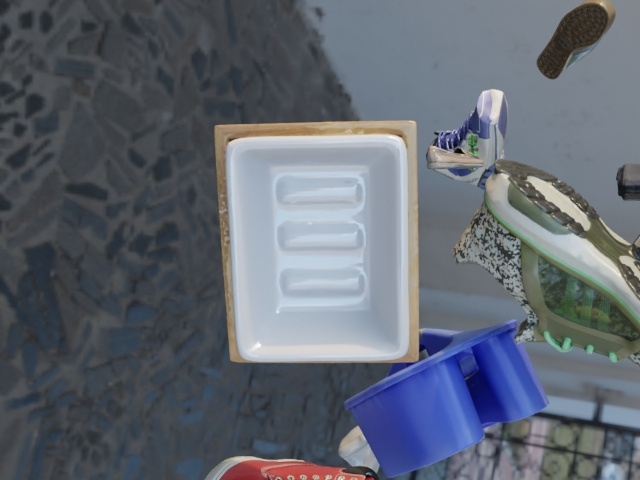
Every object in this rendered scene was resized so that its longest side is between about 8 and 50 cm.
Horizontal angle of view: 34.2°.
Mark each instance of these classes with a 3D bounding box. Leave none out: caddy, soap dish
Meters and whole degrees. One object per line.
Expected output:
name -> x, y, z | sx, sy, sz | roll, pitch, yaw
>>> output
caddy -> 0.173, 0.216, 1.524 | 0.179, 0.241, 0.341 | 65, -23, 11
soap dish -> 0.000, 0.000, 1.225 | 0.118, 0.228, 0.291 | -78, 167, -73

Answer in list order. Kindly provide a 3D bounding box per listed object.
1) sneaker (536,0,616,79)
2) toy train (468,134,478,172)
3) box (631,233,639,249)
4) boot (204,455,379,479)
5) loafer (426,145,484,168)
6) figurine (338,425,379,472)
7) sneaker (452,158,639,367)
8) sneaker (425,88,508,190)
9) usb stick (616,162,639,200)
sneaker -> 0.416, -0.334, 1.639 | 0.086, 0.064, 0.192 | -40, 174, -28
toy train -> 0.330, -0.189, 2.241 | 0.017, 0.023, 0.083 | 3, 83, -23
box -> 0.515, 0.048, 1.446 | 0.036, 0.114, 0.207 | -54, -173, 5
boot -> -0.029, 0.336, 1.392 | 0.244, 0.176, 0.088 | 7, 82, -55
loafer -> 0.229, -0.140, 1.740 | 0.125, 0.045, 0.039 | -5, 92, -39
figurine -> 0.152, 0.346, 2.015 | 0.209, 0.092, 0.215 | -52, 159, 14
sneaker -> 0.332, 0.085, 1.311 | 0.158, 0.410, 0.182 | -22, 154, -55
sneaker -> 0.340, -0.222, 2.454 | 0.315, 0.182, 0.127 | 80, 23, -59
usb stick -> 0.532, -0.076, 1.366 | 0.077, 0.278, 0.045 | -48, 136, -62
